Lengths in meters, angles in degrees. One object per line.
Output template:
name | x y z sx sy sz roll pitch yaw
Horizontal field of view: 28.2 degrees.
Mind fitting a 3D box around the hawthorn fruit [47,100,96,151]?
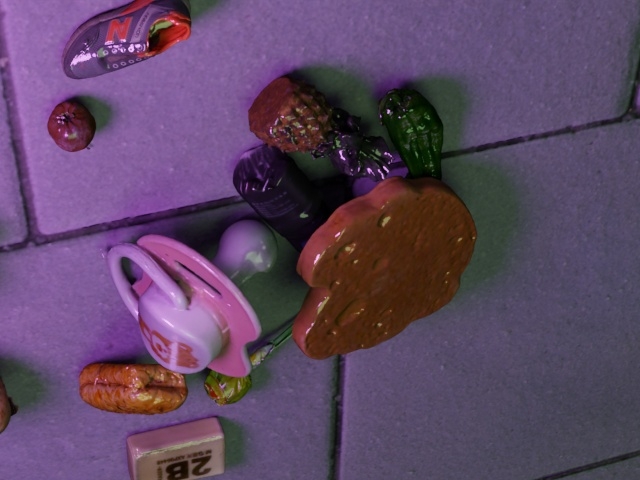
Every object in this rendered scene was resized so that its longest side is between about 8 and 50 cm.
hawthorn fruit | -0.344 -0.151 1.781 0.067 0.066 0.103 -19 162 -8

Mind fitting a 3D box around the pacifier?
pacifier | -0.179 0.088 1.954 0.273 0.220 0.332 -12 155 -15

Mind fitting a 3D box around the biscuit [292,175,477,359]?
biscuit | 0.096 0.040 2.039 0.351 0.057 0.312 -31 136 -15

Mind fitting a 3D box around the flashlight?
flashlight | 0.000 0.000 2.045 0.103 0.103 0.424 -33 136 7

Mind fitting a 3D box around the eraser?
eraser | -0.260 0.388 2.306 0.172 0.058 0.117 -10 133 -16

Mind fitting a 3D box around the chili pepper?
chili pepper | 0.145 -0.157 1.977 0.100 0.074 0.257 -34 140 -6

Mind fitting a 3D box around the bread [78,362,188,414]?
bread | -0.303 0.238 2.059 0.114 0.083 0.211 13 166 -32

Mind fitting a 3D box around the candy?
candy | -0.092 0.189 2.207 0.262 0.073 0.077 -41 153 4

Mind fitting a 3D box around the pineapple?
pineapple | 0.009 -0.157 1.892 0.237 0.119 0.111 26 114 -35

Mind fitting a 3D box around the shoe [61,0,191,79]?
shoe | -0.255 -0.264 1.693 0.194 0.077 0.074 -29 136 2

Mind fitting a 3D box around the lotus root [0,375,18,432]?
lotus root | -0.607 0.246 1.947 0.284 0.146 0.160 -1 168 -26
